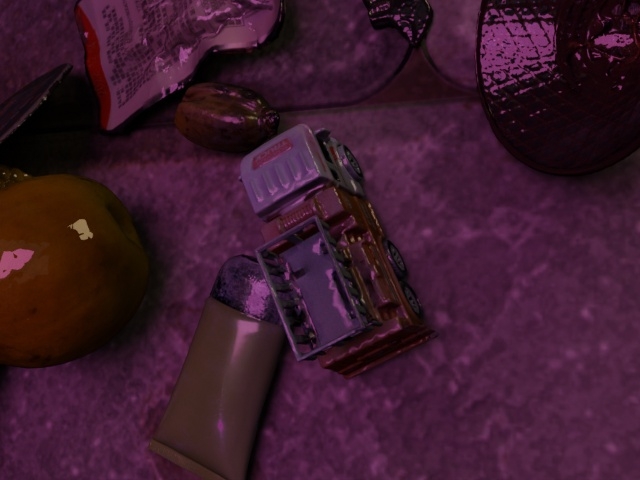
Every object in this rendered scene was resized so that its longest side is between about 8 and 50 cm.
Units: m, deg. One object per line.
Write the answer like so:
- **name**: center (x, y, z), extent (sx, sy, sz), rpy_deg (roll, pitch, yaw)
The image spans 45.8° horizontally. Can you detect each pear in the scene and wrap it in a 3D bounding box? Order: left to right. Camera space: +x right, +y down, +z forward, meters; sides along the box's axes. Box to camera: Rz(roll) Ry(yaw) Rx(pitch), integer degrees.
- **pear**: center (-0.220, 0.026, 0.605), extent (0.162, 0.149, 0.149), rpy_deg (-35, 66, -9)

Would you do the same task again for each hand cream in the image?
- **hand cream**: center (-0.071, 0.099, 0.585), extent (0.095, 0.046, 0.174), rpy_deg (20, 95, 25)

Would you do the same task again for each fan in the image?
- **fan**: center (-0.343, -0.060, 0.682), extent (0.294, 0.012, 0.223), rpy_deg (-31, 29, 15)

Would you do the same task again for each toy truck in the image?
- **toy truck**: center (-0.001, 0.000, 0.533), extent (0.080, 0.115, 0.177), rpy_deg (-30, 67, 17)

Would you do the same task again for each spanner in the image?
- **spanner**: center (0.028, -0.235, 0.624), extent (0.046, 0.012, 0.208), rpy_deg (-37, 66, 13)

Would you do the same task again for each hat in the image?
- **hat**: center (0.192, -0.137, 0.498), extent (0.193, 0.082, 0.192), rpy_deg (0, 90, 61)

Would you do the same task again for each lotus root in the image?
- **lotus root**: center (-0.074, -0.100, 0.621), extent (0.099, 0.049, 0.054), rpy_deg (12, 64, 23)

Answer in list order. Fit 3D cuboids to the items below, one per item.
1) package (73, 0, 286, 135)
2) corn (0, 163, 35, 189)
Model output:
- **package**: center (-0.125, -0.205, 0.676), extent (0.232, 0.040, 0.166), rpy_deg (-26, 67, 26)
- **corn**: center (-0.337, 0.073, 0.680), extent (0.106, 0.106, 0.305), rpy_deg (15, 81, 26)
